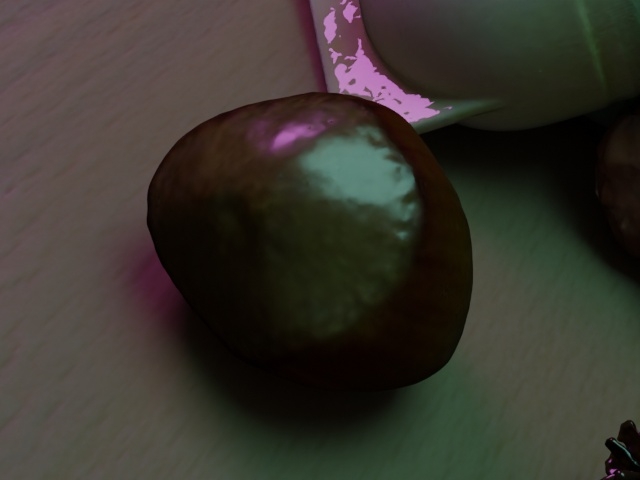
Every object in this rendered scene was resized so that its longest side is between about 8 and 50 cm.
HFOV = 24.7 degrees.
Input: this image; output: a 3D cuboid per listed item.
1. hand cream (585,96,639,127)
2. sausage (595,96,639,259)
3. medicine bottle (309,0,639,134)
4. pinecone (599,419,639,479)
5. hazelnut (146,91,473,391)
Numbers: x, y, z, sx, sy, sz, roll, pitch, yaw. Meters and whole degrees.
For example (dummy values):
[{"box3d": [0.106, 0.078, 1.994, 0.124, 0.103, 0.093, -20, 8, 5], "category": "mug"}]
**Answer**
[{"box3d": [0.174, -0.167, 1.274, 0.275, 0.050, 0.079, 29, 16, 7], "category": "hand cream"}, {"box3d": [0.334, -0.067, 1.181, 0.280, 0.152, 0.152, -17, 60, -39], "category": "sausage"}, {"box3d": [0.187, -0.214, 1.126, 0.406, 0.235, 0.235, -18, 47, 12], "category": "medicine bottle"}, {"box3d": [0.248, 0.167, 0.900, 0.165, 0.163, 0.163, 22, 42, -9], "category": "pinecone"}, {"box3d": [0.006, -0.008, 0.915, 0.210, 0.186, 0.210, 2, 43, -2], "category": "hazelnut"}]
